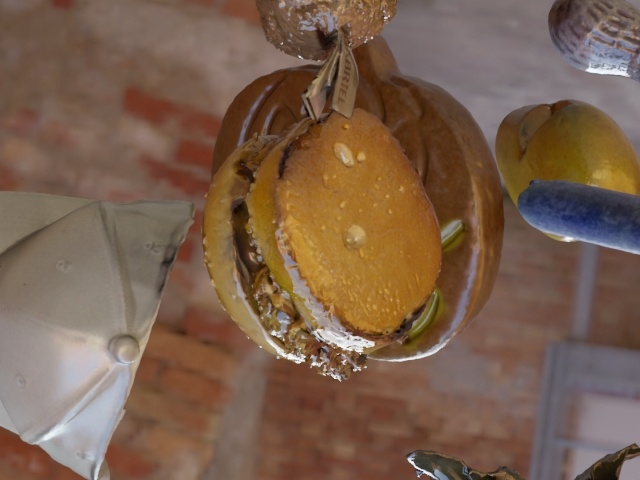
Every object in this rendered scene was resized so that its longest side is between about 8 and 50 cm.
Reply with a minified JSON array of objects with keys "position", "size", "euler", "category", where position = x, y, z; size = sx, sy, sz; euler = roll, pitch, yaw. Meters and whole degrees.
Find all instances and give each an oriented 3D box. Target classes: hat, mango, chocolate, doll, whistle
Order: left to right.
[{"position":[-0.257,0.053,1.698],"size":[0.301,0.258,0.168],"euler":[16,176,21],"category":"hat"},{"position":[0.002,-0.192,1.412],"size":[0.105,0.221,0.115],"euler":[-13,166,-16],"category":"doll"},{"position":[0.296,-0.093,2.427],"size":[0.130,0.167,0.262],"euler":[-10,-166,-22],"category":"mango"},{"position":[0.276,-0.168,1.719],"size":[0.167,0.072,0.072],"euler":[22,178,12],"category":"chocolate"},{"position":[0.324,-0.013,1.958],"size":[0.062,0.062,0.304],"euler":[13,-178,-43],"category":"whistle"}]

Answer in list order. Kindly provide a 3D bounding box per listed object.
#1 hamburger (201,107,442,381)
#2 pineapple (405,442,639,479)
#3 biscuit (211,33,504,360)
[{"position":[-0.001,0.008,1.441],"size":[0.181,0.191,0.118],"euler":[-11,173,-46],"category":"hamburger"},{"position":[0.196,0.204,1.184],"size":[0.364,0.166,0.165],"euler":[21,171,-19],"category":"pineapple"},{"position":[0.023,-0.052,2.055],"size":[0.070,0.350,0.394],"euler":[-7,-173,-44],"category":"biscuit"}]
